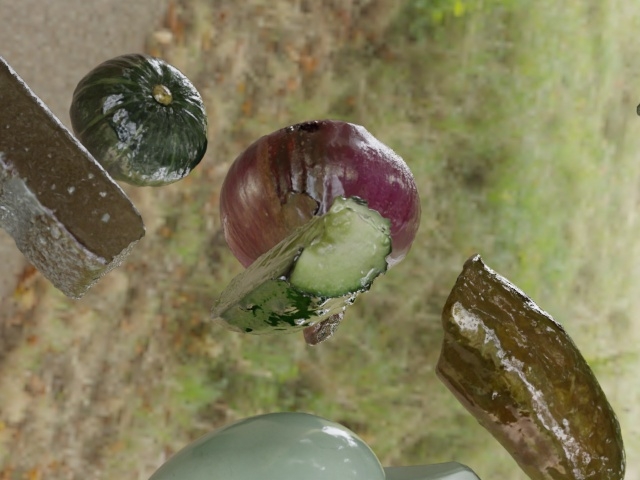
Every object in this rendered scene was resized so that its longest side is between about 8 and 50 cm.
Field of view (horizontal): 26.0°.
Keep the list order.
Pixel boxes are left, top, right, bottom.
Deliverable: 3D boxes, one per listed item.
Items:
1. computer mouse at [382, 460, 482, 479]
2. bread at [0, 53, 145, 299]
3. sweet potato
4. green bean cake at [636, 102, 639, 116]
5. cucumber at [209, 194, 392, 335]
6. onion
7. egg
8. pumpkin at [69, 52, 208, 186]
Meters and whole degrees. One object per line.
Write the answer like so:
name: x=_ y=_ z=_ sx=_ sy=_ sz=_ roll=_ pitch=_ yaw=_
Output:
computer mouse: x=0.110 y=0.295 z=1.553 sx=0.056 sy=0.182 sz=0.089 roll=-80 pitch=157 yaw=-51
bread: x=-0.368 y=-0.117 z=1.533 sx=0.113 sy=0.416 sz=0.165 roll=-42 pitch=178 yaw=-24
sweet potato: x=0.264 y=0.190 z=1.664 sx=0.158 sy=0.369 sz=0.158 roll=-41 pitch=179 yaw=-1
green bean cake: x=0.651 y=-0.216 z=2.147 sx=0.241 sy=0.255 sz=0.132 roll=-50 pitch=165 yaw=21
cucumber: x=-0.036 y=0.060 z=1.594 sx=0.145 sy=0.105 sz=0.325 roll=-53 pitch=-169 yaw=-26
onion: x=0.000 y=0.000 z=2.326 sx=0.347 sy=0.348 sz=0.385 roll=86 pitch=3 yaw=-64
egg: x=-0.063 y=0.267 z=1.373 sx=0.183 sy=0.264 sz=0.182 roll=-14 pitch=90 yaw=-84
pumpkin: x=-0.265 y=-0.176 z=2.037 sx=0.152 sy=0.212 sz=0.211 roll=-39 pitch=-157 yaw=34
